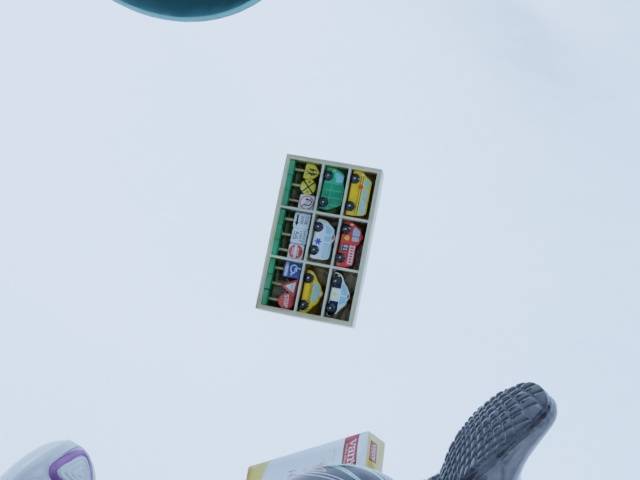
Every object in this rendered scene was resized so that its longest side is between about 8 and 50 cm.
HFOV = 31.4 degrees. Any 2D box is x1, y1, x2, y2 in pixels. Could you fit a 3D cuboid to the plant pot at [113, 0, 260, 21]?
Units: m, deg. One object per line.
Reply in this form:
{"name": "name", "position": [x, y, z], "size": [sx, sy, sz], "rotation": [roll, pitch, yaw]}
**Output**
{"name": "plant pot", "position": [-0.084, -0.367, 0.981], "size": [0.293, 0.235, 0.293], "rotation": [13, 124, 20]}

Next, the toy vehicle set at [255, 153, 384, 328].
{"name": "toy vehicle set", "position": [0.000, 0.000, 1.883], "size": [0.166, 0.035, 0.267], "rotation": [9, 82, 11]}

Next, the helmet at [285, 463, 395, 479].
{"name": "helmet", "position": [0.015, 0.276, 0.995], "size": [0.161, 0.169, 0.169], "rotation": [60, 143, 35]}

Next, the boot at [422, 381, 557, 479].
{"name": "boot", "position": [0.275, 0.368, 1.622], "size": [0.222, 0.118, 0.338], "rotation": [33, 113, -14]}

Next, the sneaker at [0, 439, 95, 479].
{"name": "sneaker", "position": [-0.337, 0.305, 1.064], "size": [0.152, 0.305, 0.114], "rotation": [9, 143, 45]}

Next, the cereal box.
{"name": "cereal box", "position": [-0.018, 0.384, 1.646], "size": [0.240, 0.173, 0.047], "rotation": [-25, 131, 34]}
